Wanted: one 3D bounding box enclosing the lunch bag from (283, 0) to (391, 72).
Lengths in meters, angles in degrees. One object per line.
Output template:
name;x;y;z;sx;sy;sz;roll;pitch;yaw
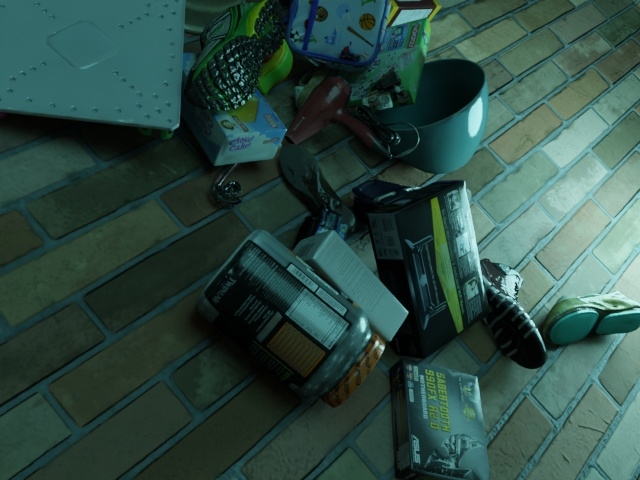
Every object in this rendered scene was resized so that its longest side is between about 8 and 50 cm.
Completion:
lunch bag;0.040;-0.552;1.944;0.243;0.115;0.304;14;90;-2

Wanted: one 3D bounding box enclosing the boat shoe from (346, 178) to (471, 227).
boat shoe;0.204;-0.091;1.868;0.158;0.127;0.340;35;29;27

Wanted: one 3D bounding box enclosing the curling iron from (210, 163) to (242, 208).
curling iron;-0.172;-0.163;1.743;0.068;0.035;0.274;46;37;-25

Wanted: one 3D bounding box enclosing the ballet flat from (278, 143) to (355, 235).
ballet flat;-0.007;-0.108;1.795;0.084;0.058;0.250;-37;73;-8

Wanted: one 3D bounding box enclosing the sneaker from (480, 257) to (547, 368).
sneaker;0.439;0.145;1.855;0.162;0.106;0.281;-23;71;-45

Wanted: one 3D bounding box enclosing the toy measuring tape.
toy measuring tape;-0.105;-0.367;1.873;0.121;0.121;0.330;0;60;-33

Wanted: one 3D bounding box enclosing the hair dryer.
hair dryer;0.058;-0.274;1.827;0.293;0.080;0.224;-12;60;6

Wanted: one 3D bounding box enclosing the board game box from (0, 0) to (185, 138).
board game box;-0.473;-0.374;1.634;0.389;0.050;0.390;5;54;-13

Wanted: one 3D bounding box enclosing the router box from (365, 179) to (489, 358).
router box;0.228;0.053;1.695;0.243;0.081;0.309;-24;107;-42

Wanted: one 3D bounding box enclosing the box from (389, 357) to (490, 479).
box;0.230;0.358;1.593;0.183;0.056;0.231;17;50;-21

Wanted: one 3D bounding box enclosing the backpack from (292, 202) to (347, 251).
backpack;0.000;0.000;1.680;0.084;0.105;0.114;32;58;-13

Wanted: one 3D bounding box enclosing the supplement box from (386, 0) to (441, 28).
supplement box;0.191;-0.672;2.285;0.194;0.129;0.191;-14;66;-39

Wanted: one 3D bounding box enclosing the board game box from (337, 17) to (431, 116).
board game box;0.149;-0.428;2.031;0.317;0.213;0.046;-72;146;-42

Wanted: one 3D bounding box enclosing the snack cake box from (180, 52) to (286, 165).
snack cake box;-0.208;-0.284;1.741;0.152;0.089;0.264;-11;54;-38

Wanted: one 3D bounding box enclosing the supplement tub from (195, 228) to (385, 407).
supplement tub;-0.051;0.144;1.478;0.316;0.193;0.193;40;46;-2

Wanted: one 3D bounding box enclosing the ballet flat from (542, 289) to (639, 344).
ballet flat;0.628;0.175;1.959;0.348;0.123;0.123;-2;59;-33

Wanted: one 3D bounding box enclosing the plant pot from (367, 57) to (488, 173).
plant pot;0.277;-0.276;1.977;0.195;0.290;0.290;64;33;-36

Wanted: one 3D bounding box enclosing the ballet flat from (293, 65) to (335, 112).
ballet flat;-0.027;-0.355;1.965;0.067;0.073;0.206;17;42;11

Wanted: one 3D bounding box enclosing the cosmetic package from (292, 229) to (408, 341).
cosmetic package;0.048;0.095;1.583;0.231;0.117;0.085;47;59;-18

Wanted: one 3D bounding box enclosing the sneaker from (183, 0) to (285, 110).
sneaker;-0.196;-0.381;1.710;0.146;0.134;0.344;2;41;25

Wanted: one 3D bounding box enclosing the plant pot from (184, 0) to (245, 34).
plant pot;-0.269;-0.704;1.891;0.333;0.305;0.334;17;50;-22
